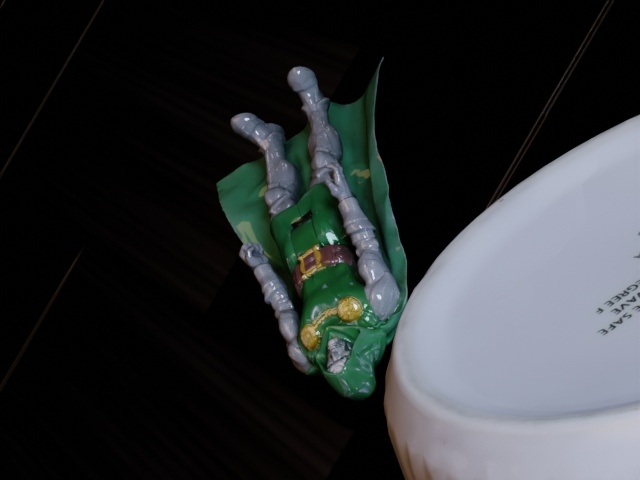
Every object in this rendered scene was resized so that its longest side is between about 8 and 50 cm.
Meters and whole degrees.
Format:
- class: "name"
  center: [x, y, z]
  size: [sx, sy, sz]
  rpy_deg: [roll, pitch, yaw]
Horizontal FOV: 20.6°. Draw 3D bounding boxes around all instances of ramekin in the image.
- class: "ramekin"
  center: [0.146, 0.046, 0.606]
  size: [0.273, 0.127, 0.273]
  rpy_deg: [-25, 21, 10]

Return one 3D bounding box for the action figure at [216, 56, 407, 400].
- class: "action figure"
  center: [0.000, 0.000, 1.005]
  size: [0.137, 0.063, 0.232]
  rpy_deg: [-40, 41, 23]
